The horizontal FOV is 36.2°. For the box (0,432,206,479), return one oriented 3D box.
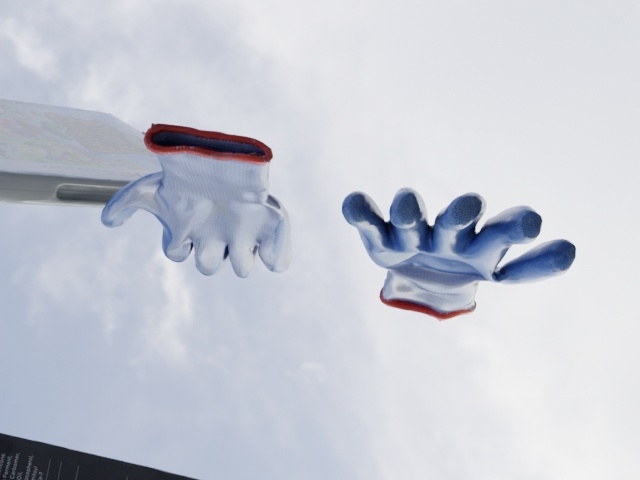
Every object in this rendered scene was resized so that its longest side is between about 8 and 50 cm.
[{"bbox_3d":[-0.292,0.347,0.964,0.312,0.343,0.179,19,-130,-21],"label":"box"}]

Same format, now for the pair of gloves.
[{"bbox_3d":[0.000,0.000,0.417,0.198,0.159,0.023,10,-108,0],"label":"pair of gloves"}]

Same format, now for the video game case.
[{"bbox_3d":[-0.193,-0.067,0.715,0.193,0.212,0.023,2,-71,-41],"label":"video game case"}]
